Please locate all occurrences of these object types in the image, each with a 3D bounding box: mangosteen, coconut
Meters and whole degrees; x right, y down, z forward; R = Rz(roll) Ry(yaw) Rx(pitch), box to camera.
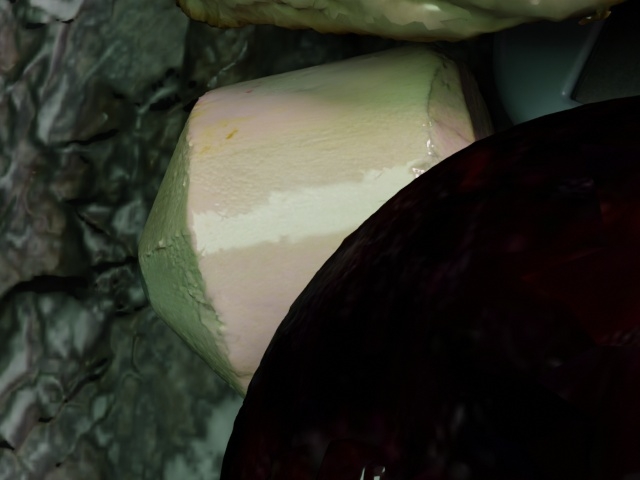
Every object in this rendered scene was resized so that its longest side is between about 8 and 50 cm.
[{"bbox_3d":[0.117,0.104,0.433,0.297,0.293,0.297,-18,60,34],"label":"mangosteen"},{"bbox_3d":[0.000,0.000,0.604,0.152,0.147,0.147,-15,73,13],"label":"coconut"}]

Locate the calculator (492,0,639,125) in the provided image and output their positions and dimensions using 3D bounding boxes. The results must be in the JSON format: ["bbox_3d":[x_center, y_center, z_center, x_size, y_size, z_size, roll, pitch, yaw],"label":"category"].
[{"bbox_3d":[0.176,-0.094,0.597,0.299,0.041,0.185,24,90,26],"label":"calculator"}]

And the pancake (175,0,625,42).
[{"bbox_3d":[0.074,-0.207,0.584,0.356,0.065,0.356,-27,38,23],"label":"pancake"}]
